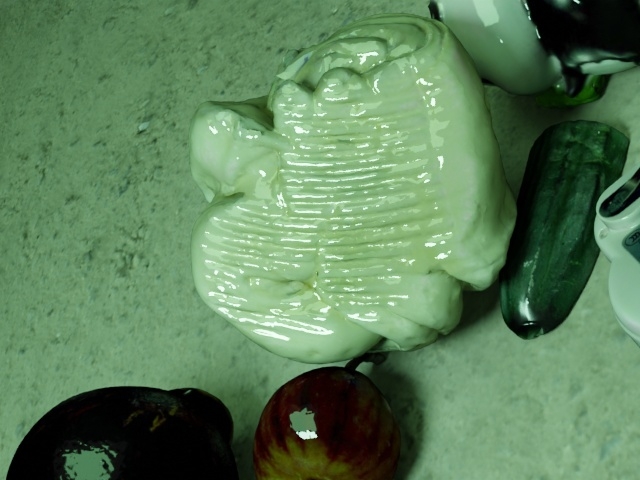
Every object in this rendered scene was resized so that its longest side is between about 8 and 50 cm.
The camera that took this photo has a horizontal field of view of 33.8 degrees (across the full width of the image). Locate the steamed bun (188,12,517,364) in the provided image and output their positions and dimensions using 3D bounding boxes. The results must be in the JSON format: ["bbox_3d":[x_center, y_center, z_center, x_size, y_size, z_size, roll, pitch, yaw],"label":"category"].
[{"bbox_3d":[0.034,-0.051,1.134,0.339,0.352,0.247,-12,6,15],"label":"steamed bun"}]

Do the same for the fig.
[{"bbox_3d":[0.009,0.188,1.088,0.149,0.148,0.202,127,152,-66],"label":"fig"}]

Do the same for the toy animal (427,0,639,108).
[{"bbox_3d":[0.263,-0.252,1.183,0.267,0.213,0.212,-21,44,39],"label":"toy animal"}]

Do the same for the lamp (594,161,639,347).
[{"bbox_3d":[0.336,0.020,0.926,0.179,0.108,0.246,-38,35,9],"label":"lamp"}]

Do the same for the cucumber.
[{"bbox_3d":[0.240,-0.014,1.104,0.115,0.063,0.243,-10,53,43],"label":"cucumber"}]

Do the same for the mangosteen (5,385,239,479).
[{"bbox_3d":[-0.207,0.275,1.192,0.275,0.275,0.302,-28,8,28],"label":"mangosteen"}]
